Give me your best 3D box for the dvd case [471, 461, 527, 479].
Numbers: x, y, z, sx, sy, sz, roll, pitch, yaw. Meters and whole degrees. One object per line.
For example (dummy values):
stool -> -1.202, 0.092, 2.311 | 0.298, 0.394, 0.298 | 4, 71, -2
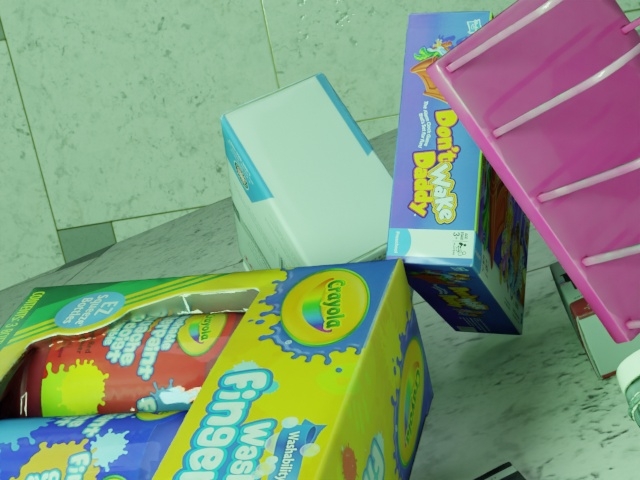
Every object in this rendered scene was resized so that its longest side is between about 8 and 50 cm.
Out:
dvd case -> 0.111, 0.250, 0.873 | 0.164, 0.018, 0.221 | -27, 14, -5

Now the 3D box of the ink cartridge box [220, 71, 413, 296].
ink cartridge box -> 0.000, 0.000, 1.296 | 0.129, 0.223, 0.307 | -26, -25, -13

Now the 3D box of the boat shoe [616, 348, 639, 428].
boat shoe -> 0.392, 0.100, 0.864 | 0.319, 0.116, 0.099 | -15, 58, 9

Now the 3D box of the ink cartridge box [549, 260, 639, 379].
ink cartridge box -> 0.310, 0.056, 1.154 | 0.127, 0.072, 0.175 | -23, 14, 8

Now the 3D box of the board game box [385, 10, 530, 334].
board game box -> 0.151, -0.050, 1.153 | 0.078, 0.233, 0.347 | 2, -13, 17

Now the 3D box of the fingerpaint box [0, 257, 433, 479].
fingerpaint box -> -0.138, 0.200, 0.882 | 0.371, 0.163, 0.445 | -4, 29, 20

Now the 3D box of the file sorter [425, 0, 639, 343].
file sorter -> 0.277, -0.098, 0.942 | 0.202, 0.290, 0.182 | -38, 6, -25
